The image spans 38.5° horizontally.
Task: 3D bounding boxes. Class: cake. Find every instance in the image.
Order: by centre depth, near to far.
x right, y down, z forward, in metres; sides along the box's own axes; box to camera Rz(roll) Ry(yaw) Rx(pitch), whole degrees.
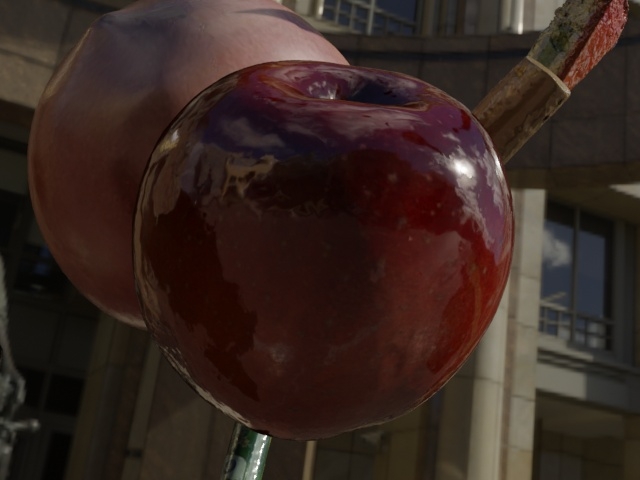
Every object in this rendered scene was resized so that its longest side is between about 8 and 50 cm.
[{"bbox_3d":[0.391,-0.291,1.431,0.086,0.220,0.117,34,8,37],"label":"cake"}]

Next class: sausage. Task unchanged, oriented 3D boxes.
[{"bbox_3d":[0.120,-0.050,0.889,0.066,0.065,0.301,21,-59,-32],"label":"sausage"}]

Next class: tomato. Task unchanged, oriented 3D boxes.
[{"bbox_3d":[-0.101,-0.072,0.825,0.322,0.321,0.321,7,-20,2],"label":"tomato"}]

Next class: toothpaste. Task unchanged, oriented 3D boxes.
[{"bbox_3d":[-0.060,0.173,0.752,0.049,0.204,0.031,-26,-60,28],"label":"toothpaste"}]

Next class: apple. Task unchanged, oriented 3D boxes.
[{"bbox_3d":[0.000,0.000,0.539,0.218,0.218,0.201,8,-59,0],"label":"apple"}]

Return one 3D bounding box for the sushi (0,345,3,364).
[{"bbox_3d":[-0.345,0.108,0.396,0.418,0.417,0.176,16,-31,-22],"label":"sushi"}]
